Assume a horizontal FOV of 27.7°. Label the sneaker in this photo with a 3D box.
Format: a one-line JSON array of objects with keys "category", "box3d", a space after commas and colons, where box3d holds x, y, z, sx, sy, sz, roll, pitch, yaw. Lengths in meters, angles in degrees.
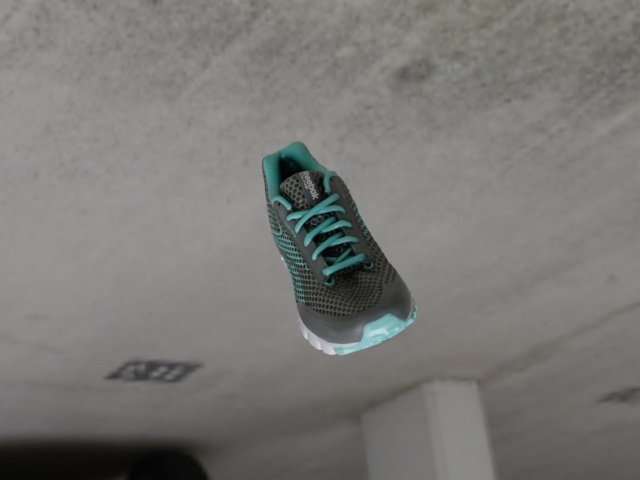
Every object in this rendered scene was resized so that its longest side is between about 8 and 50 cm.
[{"category": "sneaker", "box3d": [0.000, 0.000, 0.711, 0.065, 0.166, 0.076, -27, 121, -6]}]
